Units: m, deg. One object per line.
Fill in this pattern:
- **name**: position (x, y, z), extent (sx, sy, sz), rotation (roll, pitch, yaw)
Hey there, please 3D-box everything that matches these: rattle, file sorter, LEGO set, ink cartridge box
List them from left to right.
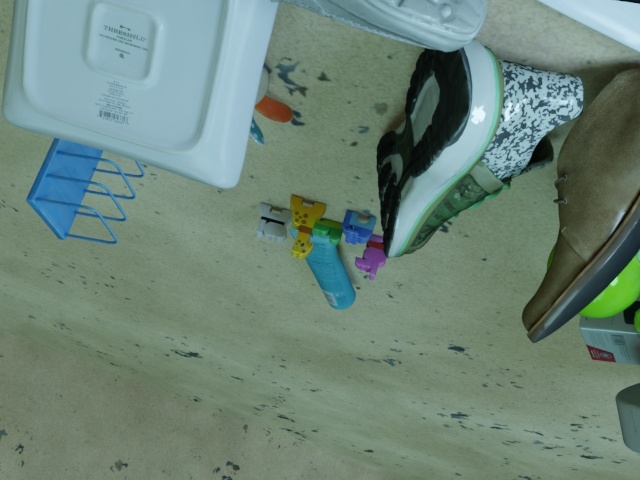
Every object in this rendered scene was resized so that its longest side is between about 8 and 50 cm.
- **file sorter**: position (-0.330, -0.094, 1.194), extent (0.104, 0.170, 0.118), rotation (10, 154, 12)
- **rattle**: position (-0.133, -0.199, 0.968), extent (0.143, 0.130, 0.200), rotation (19, -175, 26)
- **LEGO set**: position (0.000, 0.000, 1.252), extent (0.227, 0.093, 0.087), rotation (16, 155, 6)
- **ink cartridge box**: position (0.491, 0.134, 1.220), extent (0.175, 0.072, 0.127), rotation (3, 151, 30)

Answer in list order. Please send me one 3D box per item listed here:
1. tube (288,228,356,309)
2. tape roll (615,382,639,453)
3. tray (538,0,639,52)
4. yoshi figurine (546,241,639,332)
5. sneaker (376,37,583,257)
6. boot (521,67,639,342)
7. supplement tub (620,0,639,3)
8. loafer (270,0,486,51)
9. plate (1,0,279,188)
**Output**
- **tube**: position (0.011, 0.046, 1.402), extent (0.080, 0.052, 0.207), rotation (3, 146, 21)
- **tape roll**: position (0.600, 0.218, 1.089), extent (0.392, 0.072, 0.392), rotation (-10, 175, -1)
- **tray**: position (0.311, -0.209, 0.684), extent (0.270, 0.030, 0.145), rotation (23, 156, -10)
- **yoshi figurine**: position (0.414, 0.054, 0.974), extent (0.362, 0.203, 0.203), rotation (29, 160, -16)
- **sneaker**: position (0.172, -0.079, 0.940), extent (0.182, 0.158, 0.410), rotation (3, 162, -8)
- **boot**: position (0.280, -0.032, 0.833), extent (0.115, 0.305, 0.112), rotation (38, -156, 23)
- **supplement tub**: position (0.262, -0.231, 0.460), extent (0.338, 0.207, 0.207), rotation (12, 155, 14)
- **loafer**: position (-0.005, -0.257, 0.719), extent (0.319, 0.112, 0.111), rotation (29, 159, -5)
- **plate**: position (-0.193, -0.205, 0.828), extent (0.277, 0.045, 0.278), rotation (17, 116, 2)
